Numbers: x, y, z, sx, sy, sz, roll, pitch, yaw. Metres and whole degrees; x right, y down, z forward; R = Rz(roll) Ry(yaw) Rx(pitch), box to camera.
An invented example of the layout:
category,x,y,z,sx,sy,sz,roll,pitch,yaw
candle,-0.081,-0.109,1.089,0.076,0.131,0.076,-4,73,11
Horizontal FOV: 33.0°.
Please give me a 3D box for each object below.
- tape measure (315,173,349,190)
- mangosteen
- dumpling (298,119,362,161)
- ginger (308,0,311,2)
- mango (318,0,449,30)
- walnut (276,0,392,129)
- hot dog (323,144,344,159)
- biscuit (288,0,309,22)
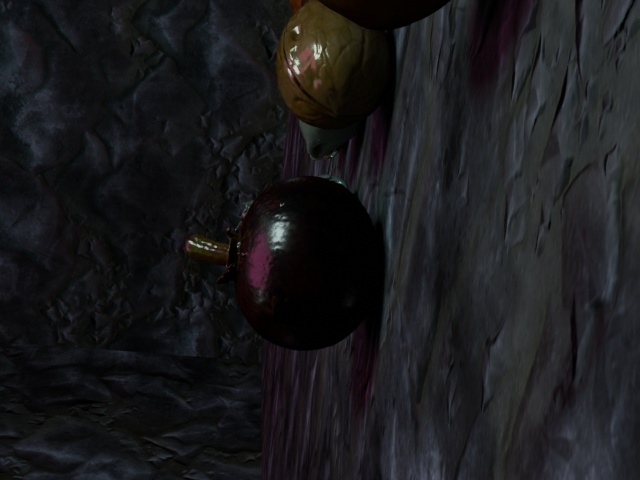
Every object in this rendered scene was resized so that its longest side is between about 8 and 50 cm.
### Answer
category,x,y,z,sx,sy,sz,roll,pitch,yaw
tape measure,0.001,0.001,1.813,0.330,0.084,0.164,116,161,-71
mangosteen,-0.053,0.027,1.445,0.235,0.261,0.236,-173,90,-86
dumpling,0.026,-0.227,1.740,0.153,0.108,0.219,-64,0,-48
ginger,0.023,-0.506,1.983,0.148,0.081,0.334,128,150,-50
mango,0.065,-0.289,0.869,0.287,0.201,0.153,118,138,-63
walnut,0.018,-0.244,1.492,0.167,0.167,0.207,101,170,-47
hot dog,0.019,-0.267,1.914,0.270,0.081,0.163,100,174,-50
biscuit,-0.007,-0.516,2.253,0.312,0.110,0.318,176,99,-86
